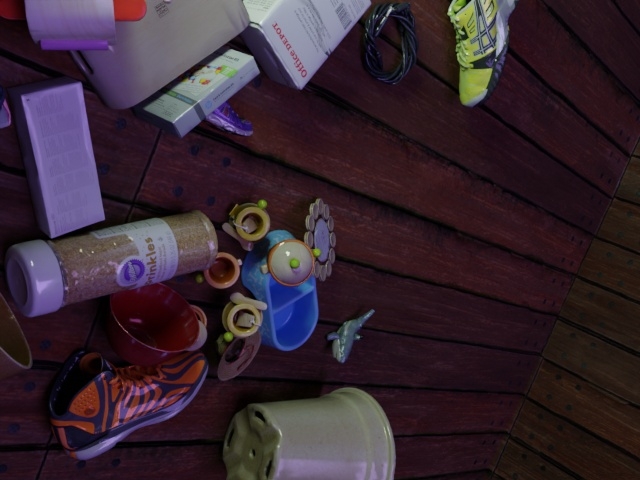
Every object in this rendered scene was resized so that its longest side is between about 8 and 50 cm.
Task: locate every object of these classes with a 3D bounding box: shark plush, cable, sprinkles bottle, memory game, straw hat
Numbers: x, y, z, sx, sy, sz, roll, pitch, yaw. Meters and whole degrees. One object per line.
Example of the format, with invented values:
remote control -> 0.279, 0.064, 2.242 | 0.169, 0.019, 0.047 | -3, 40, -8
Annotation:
shark plush -> 0.086, 0.245, 1.912 | 0.161, 0.067, 0.073 | -38, 134, -26
cable -> 0.155, -0.429, 1.638 | 0.150, 0.047, 0.184 | -26, 128, -35
sprinkles bottle -> -0.354, 0.031, 1.294 | 0.355, 0.121, 0.121 | -15, 121, -42
memory game -> 0.000, 0.000, 1.666 | 0.186, 0.012, 0.186 | -2, 90, -70
straw hat -> -0.196, 0.233, 1.613 | 0.144, 0.061, 0.144 | -43, 153, -29

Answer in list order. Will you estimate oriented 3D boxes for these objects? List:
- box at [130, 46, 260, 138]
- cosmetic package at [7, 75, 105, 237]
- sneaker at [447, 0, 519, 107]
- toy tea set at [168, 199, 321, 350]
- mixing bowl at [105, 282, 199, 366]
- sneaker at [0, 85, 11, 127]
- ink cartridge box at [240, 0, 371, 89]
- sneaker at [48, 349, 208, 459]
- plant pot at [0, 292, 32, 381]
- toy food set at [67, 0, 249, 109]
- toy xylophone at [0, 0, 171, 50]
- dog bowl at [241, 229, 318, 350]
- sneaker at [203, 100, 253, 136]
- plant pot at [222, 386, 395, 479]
box -> -0.216, -0.261, 1.262 | 0.186, 0.145, 0.038 | -43, 137, -21
cosmetic package -> -0.419, -0.132, 1.183 | 0.099, 0.060, 0.239 | -26, 127, -38
sneaker -> 0.370, -0.511, 1.784 | 0.147, 0.145, 0.385 | -1, 118, -13
toy tea set -> -0.156, 0.090, 1.478 | 0.200, 0.124, 0.336 | 36, 84, -14
mixing bowl -> -0.326, 0.167, 1.379 | 0.181, 0.181, 0.098 | 4, 131, -47
sneaker -> -0.483, -0.225, 1.028 | 0.131, 0.112, 0.319 | 16, 107, -43
ink cartridge box -> -0.035, -0.431, 1.395 | 0.237, 0.100, 0.172 | -53, 139, -13
sneaker -> -0.362, 0.267, 1.409 | 0.321, 0.124, 0.180 | -33, 133, -30
plant pot -> -0.591, 0.147, 1.055 | 0.254, 0.237, 0.237 | -30, 132, -12
toy food set -> -0.275, -0.381, 1.195 | 0.306, 0.092, 0.220 | -39, 135, -14
toy xylophone -> -0.320, -0.420, 1.018 | 0.236, 0.081, 0.323 | 4, 101, -15
dog bowl -> -0.082, 0.122, 1.665 | 0.166, 0.074, 0.297 | -30, 130, -33
sneaker -> -0.183, -0.242, 1.370 | 0.170, 0.068, 0.071 | 25, 86, -49
plant pot -> -0.047, 0.507, 1.753 | 0.305, 0.334, 0.334 | 14, 100, -38
